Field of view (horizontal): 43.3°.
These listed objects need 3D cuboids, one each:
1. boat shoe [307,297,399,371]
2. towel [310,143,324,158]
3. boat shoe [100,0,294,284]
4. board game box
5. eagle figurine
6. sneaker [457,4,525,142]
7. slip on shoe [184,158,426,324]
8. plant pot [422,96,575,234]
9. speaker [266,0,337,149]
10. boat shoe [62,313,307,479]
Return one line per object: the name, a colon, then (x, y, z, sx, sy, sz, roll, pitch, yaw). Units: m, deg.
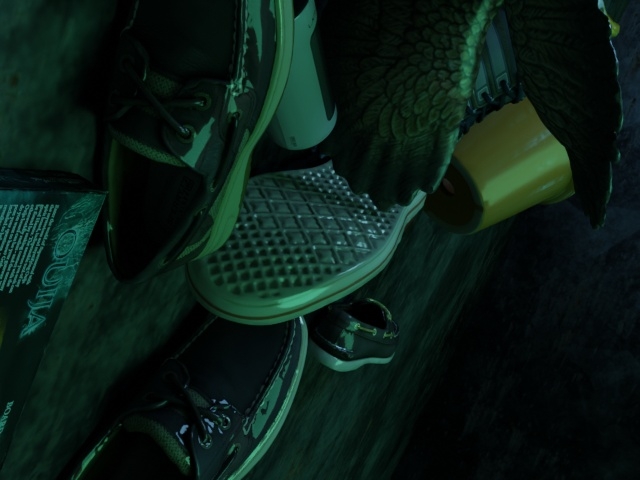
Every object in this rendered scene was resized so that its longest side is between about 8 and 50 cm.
boat shoe: (0.058, 0.112, 1.029, 0.069, 0.081, 0.227, -62, 161, 12)
towel: (0.023, -0.112, 0.684, 0.119, 0.029, 0.067, -30, 143, -59)
boat shoe: (-0.071, -0.062, 0.408, 0.073, 0.080, 0.224, -51, 164, -46)
board game box: (-0.176, 0.055, 0.375, 0.186, 0.026, 0.126, -66, 163, 11)
eagle figurine: (0.122, -0.172, 0.538, 0.226, 0.225, 0.299, 94, 20, -78)
sneaker: (0.157, -0.162, 0.830, 0.300, 0.121, 0.111, -64, 162, 7)
slip on shoe: (0.000, 0.000, 0.655, 0.101, 0.123, 0.331, -64, 167, 26)
plant pot: (0.208, -0.109, 0.973, 0.188, 0.205, 0.205, -35, 152, -23)
speaker: (-0.024, -0.113, 0.508, 0.055, 0.055, 0.136, -57, 161, -16)
boat shoe: (-0.107, 0.149, 0.591, 0.285, 0.102, 0.092, -51, 165, -16)
